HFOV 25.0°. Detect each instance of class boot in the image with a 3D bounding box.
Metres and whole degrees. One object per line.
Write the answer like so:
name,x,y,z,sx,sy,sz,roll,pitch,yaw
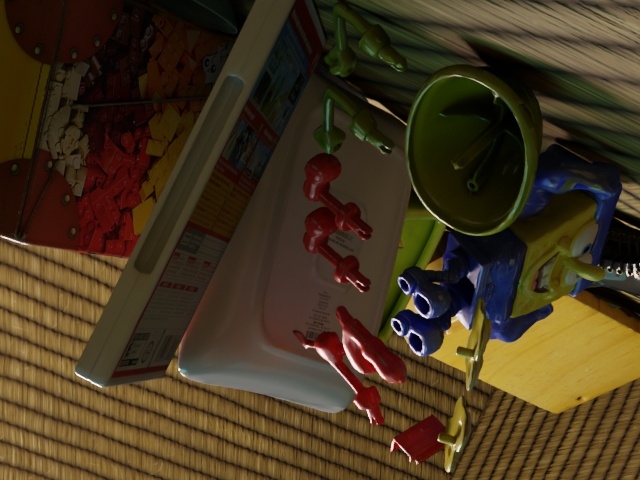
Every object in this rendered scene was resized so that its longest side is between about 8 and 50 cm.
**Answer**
boot,0.262,0.008,1.238,0.198,0.077,0.137,13,174,-2

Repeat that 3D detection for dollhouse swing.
dollhouse swing,0.299,0.053,2.189,0.347,0.305,0.315,27,136,-36

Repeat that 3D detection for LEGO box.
LEGO box,-0.302,-0.117,1.263,0.500,0.193,0.372,13,-179,31

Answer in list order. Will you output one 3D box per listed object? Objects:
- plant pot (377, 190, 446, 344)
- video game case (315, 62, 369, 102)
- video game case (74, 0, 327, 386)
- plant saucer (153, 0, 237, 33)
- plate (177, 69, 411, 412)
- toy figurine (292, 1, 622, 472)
plant pot,0.007,0.010,1.930,0.207,0.227,0.228,32,-163,25
video game case,-0.033,-0.051,1.209,0.023,0.212,0.193,10,171,30
video game case,-0.074,-0.034,0.990,0.025,0.285,0.204,26,178,6
plant saucer,-0.113,-0.196,1.113,0.119,0.021,0.119,26,179,0
plate,0.000,0.000,1.211,0.045,0.278,0.277,10,172,30
toy figurine,0.127,-0.029,1.044,0.191,0.217,0.362,41,143,33
